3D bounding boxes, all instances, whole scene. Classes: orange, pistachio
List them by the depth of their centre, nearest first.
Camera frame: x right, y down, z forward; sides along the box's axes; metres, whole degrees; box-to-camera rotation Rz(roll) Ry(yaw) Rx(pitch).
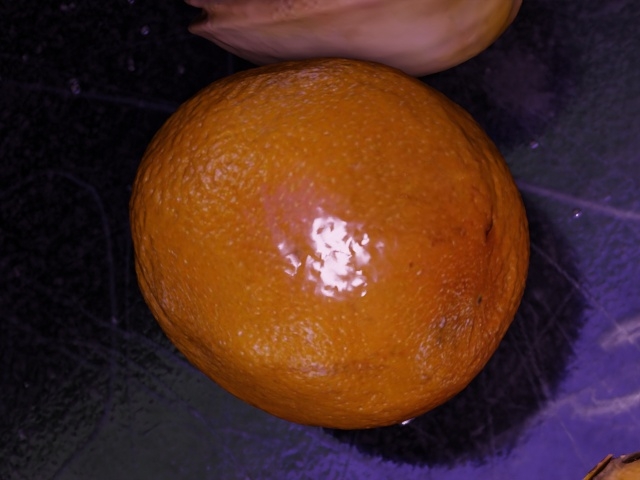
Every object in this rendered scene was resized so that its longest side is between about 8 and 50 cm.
[{"bbox_3d":[0.000,0.000,1.246,0.264,0.264,0.264,-4,75,17],"label":"orange"},{"bbox_3d":[0.016,-0.184,1.318,0.261,0.213,0.162,-14,96,24],"label":"pistachio"}]

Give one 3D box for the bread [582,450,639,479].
[{"bbox_3d":[0.174,0.316,1.213,0.315,0.279,0.248,-30,63,-37],"label":"bread"}]
